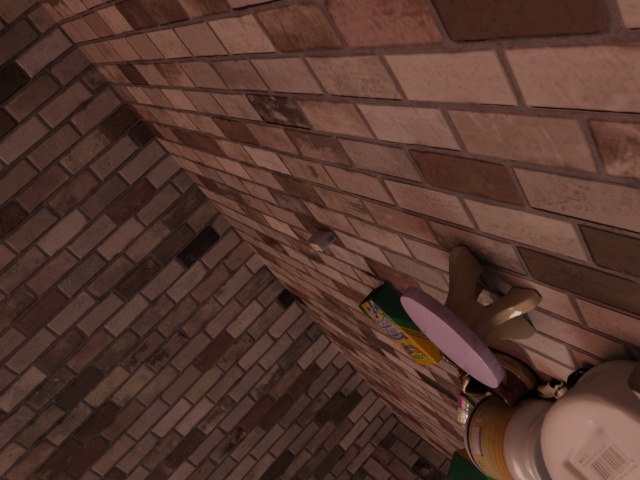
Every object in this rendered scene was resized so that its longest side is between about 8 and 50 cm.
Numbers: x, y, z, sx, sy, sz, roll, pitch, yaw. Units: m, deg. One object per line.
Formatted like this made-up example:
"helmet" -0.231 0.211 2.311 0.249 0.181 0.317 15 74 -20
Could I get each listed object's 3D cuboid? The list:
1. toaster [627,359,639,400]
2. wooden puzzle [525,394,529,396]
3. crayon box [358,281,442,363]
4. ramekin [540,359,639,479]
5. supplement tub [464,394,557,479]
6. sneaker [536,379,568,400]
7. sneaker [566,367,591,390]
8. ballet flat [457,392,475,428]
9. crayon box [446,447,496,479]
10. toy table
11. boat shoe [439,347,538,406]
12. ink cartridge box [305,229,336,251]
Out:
"toaster" 0.485 0.170 0.717 0.110 0.185 0.168 44 168 -16
"wooden puzzle" 0.571 0.436 1.633 0.083 0.006 0.049 52 164 -26
"crayon box" 0.274 0.277 1.861 0.323 0.083 0.203 43 167 3
"ramekin" 0.509 0.353 1.007 0.277 0.135 0.277 23 120 48
"supplement tub" 0.519 0.498 1.482 0.228 0.228 0.316 45 164 -3
"sneaker" 0.538 0.342 1.401 0.043 0.040 0.109 61 162 1
"sneaker" 0.562 0.318 1.138 0.227 0.087 0.130 38 172 46
"ballet flat" 0.537 0.641 2.185 0.077 0.079 0.221 28 159 51
"crayon box" 0.597 0.691 1.692 0.363 0.106 0.313 5 -168 -34
"toy table" 0.308 0.150 1.219 0.274 0.161 0.252 50 165 -26
"boat shoe" 0.409 0.348 1.591 0.123 0.123 0.342 50 165 -23
"ink cartridge box" 0.000 0.000 1.869 0.029 0.063 0.115 51 166 -16
